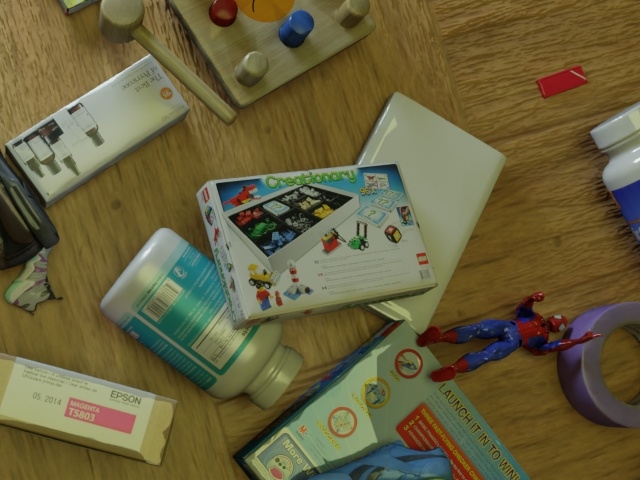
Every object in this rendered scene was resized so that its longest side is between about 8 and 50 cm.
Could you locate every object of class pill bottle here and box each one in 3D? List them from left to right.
[{"bbox_3d":[-0.153,0.114,1.514,0.264,0.146,0.146,39,74,-8],"label":"pill bottle"},{"bbox_3d":[0.530,-0.078,1.729,0.152,0.152,0.272,-32,91,-17],"label":"pill bottle"}]

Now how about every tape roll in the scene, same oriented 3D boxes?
[{"bbox_3d":[0.462,0.190,1.711,0.189,0.080,0.189,2,81,-15],"label":"tape roll"}]

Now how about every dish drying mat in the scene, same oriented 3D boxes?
[{"bbox_3d":[0.384,-0.253,1.787,0.083,0.008,0.032,-20,89,-17],"label":"dish drying mat"}]

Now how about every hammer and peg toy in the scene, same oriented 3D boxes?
[{"bbox_3d":[-0.122,-0.317,1.586,0.361,0.127,0.266,-34,92,-21],"label":"hammer and peg toy"}]

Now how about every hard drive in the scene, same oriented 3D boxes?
[{"bbox_3d":[0.127,-0.039,1.669,0.203,0.040,0.307,29,76,-10],"label":"hard drive"}]

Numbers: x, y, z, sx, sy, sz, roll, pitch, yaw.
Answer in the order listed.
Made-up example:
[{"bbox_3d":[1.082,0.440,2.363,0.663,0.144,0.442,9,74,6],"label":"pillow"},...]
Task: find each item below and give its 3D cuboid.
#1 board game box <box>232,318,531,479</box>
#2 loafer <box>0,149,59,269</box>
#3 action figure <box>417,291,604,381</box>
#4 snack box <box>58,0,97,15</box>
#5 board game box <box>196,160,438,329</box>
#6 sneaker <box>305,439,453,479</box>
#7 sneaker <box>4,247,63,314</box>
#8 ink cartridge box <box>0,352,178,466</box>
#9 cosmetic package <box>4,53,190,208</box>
[{"bbox_3d":[0.090,0.323,1.584,0.302,0.086,0.308,-39,94,-17],"label":"board game box"},{"bbox_3d":[-0.462,-0.100,1.475,0.095,0.109,0.302,-35,87,-6],"label":"loafer"},{"bbox_3d":[0.287,0.129,1.611,0.280,0.139,0.091,-8,74,-43],"label":"action figure"},{"bbox_3d":[-0.349,-0.403,1.587,0.100,0.037,0.141,-31,91,-19],"label":"snack box"},{"bbox_3d":[0.000,0.000,1.525,0.305,0.053,0.193,-8,73,-31],"label":"board game box"},{"bbox_3d":[0.073,0.315,1.510,0.209,0.069,0.082,-3,50,-7],"label":"sneaker"},{"bbox_3d":[-0.373,0.055,1.520,0.069,0.038,0.098,34,84,-11],"label":"sneaker"},{"bbox_3d":[-0.312,0.213,1.431,0.234,0.193,0.088,18,78,-13],"label":"ink cartridge box"},{"bbox_3d":[-0.306,-0.152,1.553,0.239,0.060,0.099,-36,94,-17],"label":"cosmetic package"}]
